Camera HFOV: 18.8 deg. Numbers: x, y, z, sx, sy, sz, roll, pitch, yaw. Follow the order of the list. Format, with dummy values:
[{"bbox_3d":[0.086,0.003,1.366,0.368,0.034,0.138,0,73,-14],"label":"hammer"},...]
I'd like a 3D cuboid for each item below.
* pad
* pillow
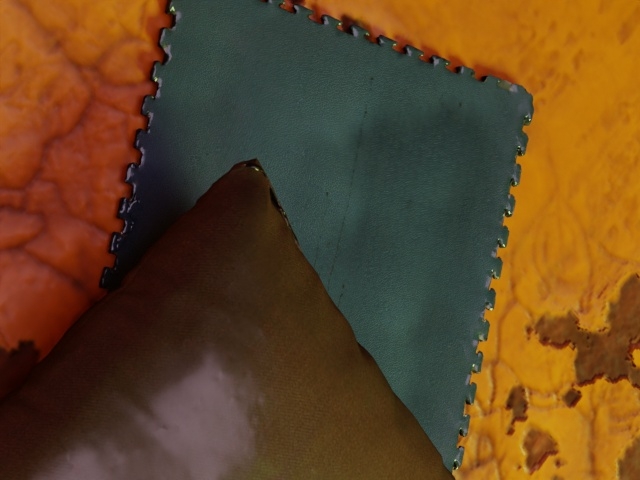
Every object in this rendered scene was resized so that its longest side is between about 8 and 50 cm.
[{"bbox_3d":[0.000,0.000,1.155,0.269,0.012,0.269,19,81,-29],"label":"pad"},{"bbox_3d":[-0.057,0.166,1.060,0.305,0.108,0.308,-44,115,-22],"label":"pillow"}]
